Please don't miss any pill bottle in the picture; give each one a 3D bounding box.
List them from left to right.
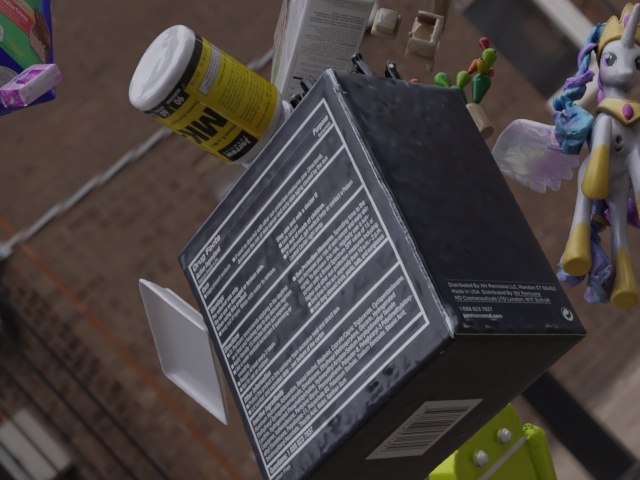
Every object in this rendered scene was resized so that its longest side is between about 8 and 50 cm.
[{"bbox_3d":[-0.123,-0.168,1.850,0.119,0.208,0.119,-38,35,33],"label":"pill bottle"}]

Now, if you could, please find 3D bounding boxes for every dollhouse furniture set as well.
[{"bbox_3d":[0.067,-0.481,2.670,0.174,0.355,0.303,90,-165,-73],"label":"dollhouse furniture set"}]

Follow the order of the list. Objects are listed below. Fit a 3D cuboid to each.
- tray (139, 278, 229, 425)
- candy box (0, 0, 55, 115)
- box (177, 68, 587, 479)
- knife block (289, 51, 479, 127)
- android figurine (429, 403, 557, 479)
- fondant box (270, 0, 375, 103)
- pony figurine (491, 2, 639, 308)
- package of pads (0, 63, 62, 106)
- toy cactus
[{"bbox_3d":[-0.191,0.161,2.179,0.030,0.145,0.270,-42,-28,-23],"label":"tray"},{"bbox_3d":[-0.525,-0.398,2.309,0.122,0.317,0.268,-15,-27,13],"label":"candy box"},{"bbox_3d":[0.046,0.048,1.394,0.183,0.294,0.296,2,-38,-40],"label":"box"},{"bbox_3d":[0.062,-0.091,1.800,0.088,0.242,0.276,95,-172,-62],"label":"knife block"},{"bbox_3d":[0.218,0.316,1.865,0.056,0.273,0.248,-7,14,39],"label":"android figurine"},{"bbox_3d":[-0.001,-0.320,2.161,0.330,0.096,0.238,111,166,-50],"label":"fondant box"},{"bbox_3d":[0.396,-0.098,2.032,0.351,0.303,0.363,95,-178,-55],"label":"pony figurine"},{"bbox_3d":[-0.407,-0.219,2.083,0.050,0.032,0.083,1,33,37],"label":"package of pads"},{"bbox_3d":[0.262,-0.263,2.761,0.219,0.180,0.112,-39,-37,8],"label":"toy cactus"}]
